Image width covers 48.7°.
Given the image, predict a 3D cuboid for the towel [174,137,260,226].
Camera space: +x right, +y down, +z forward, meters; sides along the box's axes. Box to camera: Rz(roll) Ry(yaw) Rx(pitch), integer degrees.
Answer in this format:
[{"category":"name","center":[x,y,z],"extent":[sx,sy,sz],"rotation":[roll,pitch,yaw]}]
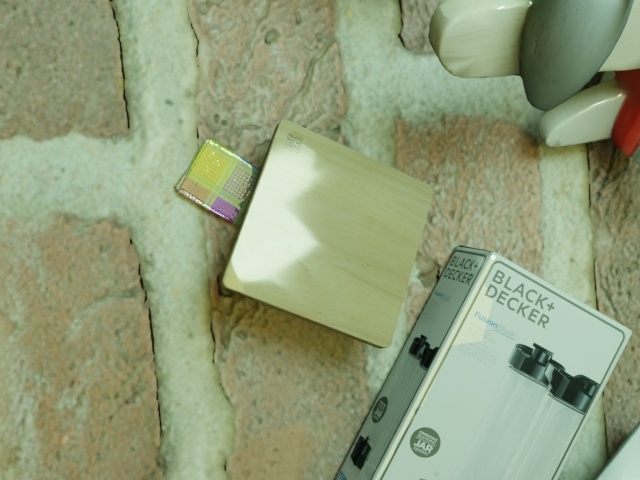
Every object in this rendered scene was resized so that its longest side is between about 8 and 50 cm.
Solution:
[{"category":"towel","center":[-0.088,-0.053,0.668],"extent":[0.083,0.009,0.060],"rotation":[31,86,-11]}]

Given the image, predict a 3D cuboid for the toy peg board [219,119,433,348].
[{"category":"toy peg board","center":[0.000,0.000,0.659],"extent":[0.161,0.079,0.161],"rotation":[23,73,-16]}]

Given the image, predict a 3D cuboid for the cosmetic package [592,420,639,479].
[{"category":"cosmetic package","center":[0.361,0.375,0.596],"extent":[0.284,0.097,0.377],"rotation":[-41,60,-19]}]

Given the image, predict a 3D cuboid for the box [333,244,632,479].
[{"category":"box","center":[0.147,0.169,0.680],"extent":[0.169,0.087,0.290],"rotation":[30,87,-10]}]

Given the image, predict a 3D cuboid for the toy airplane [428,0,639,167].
[{"category":"toy airplane","center":[0.324,-0.191,0.551],"extent":[0.384,0.272,0.386],"rotation":[33,107,-35]}]
